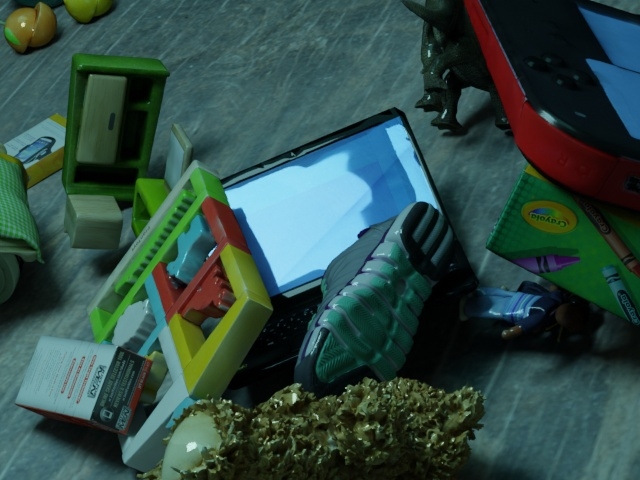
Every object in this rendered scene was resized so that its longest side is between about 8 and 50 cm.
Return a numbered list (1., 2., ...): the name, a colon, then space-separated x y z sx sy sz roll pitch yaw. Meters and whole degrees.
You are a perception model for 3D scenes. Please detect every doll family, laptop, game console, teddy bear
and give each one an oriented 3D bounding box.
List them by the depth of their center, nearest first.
1. teddy bear: -0.013 0.183 1.326 0.245 0.338 0.113 -45 63 16
2. game console: 0.320 -0.110 1.539 0.386 0.060 0.342 15 32 -16
3. doll family: 0.205 0.036 1.567 0.111 0.076 0.193 12 48 34
4. laptop: 0.000 0.000 1.637 0.234 0.136 0.264 -23 11 4

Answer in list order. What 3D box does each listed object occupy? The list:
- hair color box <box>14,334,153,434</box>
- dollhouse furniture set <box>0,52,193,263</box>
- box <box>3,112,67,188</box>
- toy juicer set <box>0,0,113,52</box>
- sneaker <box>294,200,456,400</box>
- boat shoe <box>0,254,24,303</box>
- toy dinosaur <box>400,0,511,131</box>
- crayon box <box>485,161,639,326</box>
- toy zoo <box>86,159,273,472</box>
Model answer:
1. hair color box: -0.212 0.127 1.614 0.141 0.043 0.072 3 70 54
2. dollhouse furniture set: -0.294 -0.088 1.822 0.301 0.151 0.197 2 26 -21
3. box: -0.337 -0.093 2.084 0.136 0.028 0.081 -35 35 -19
4. toy juicer set: -0.348 -0.363 2.438 0.209 0.089 0.329 10 42 38
5. sneaker: 0.028 0.062 1.493 0.098 0.083 0.224 -16 28 46
6. boat shoe: -0.462 0.004 1.910 0.340 0.127 0.113 -5 34 19
7. toy dinosaur: 0.148 -0.205 1.832 0.121 0.313 0.160 -2 72 42
8. crayon box: 0.256 -0.045 1.532 0.165 0.081 0.278 27 31 5
9. toy zoo: -0.127 0.074 1.610 0.192 0.030 0.293 -53 30 17
